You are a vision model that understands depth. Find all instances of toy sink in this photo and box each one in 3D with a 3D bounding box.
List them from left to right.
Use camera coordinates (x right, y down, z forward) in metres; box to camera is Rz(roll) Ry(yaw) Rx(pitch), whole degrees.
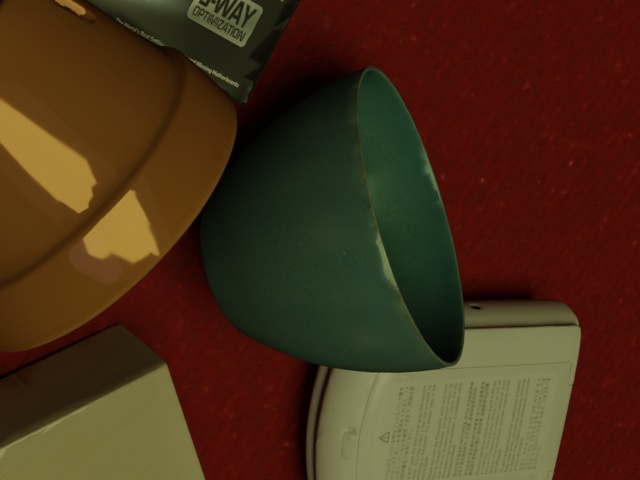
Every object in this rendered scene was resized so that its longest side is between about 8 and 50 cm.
[{"bbox_3d":[-0.253,0.207,1.222,0.234,0.131,0.152,-27,119,-23],"label":"toy sink"}]

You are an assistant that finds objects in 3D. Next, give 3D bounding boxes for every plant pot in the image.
[{"bbox_3d":[-0.243,-0.084,1.026,0.291,0.291,0.203,-47,120,-5],"label":"plant pot"},{"bbox_3d":[0.000,0.000,1.224,0.195,0.290,0.290,-15,121,17],"label":"plant pot"}]

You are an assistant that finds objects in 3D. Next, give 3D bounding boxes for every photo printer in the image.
[{"bbox_3d":[0.129,0.191,1.434,0.308,0.107,0.256,-1,108,-27],"label":"photo printer"}]

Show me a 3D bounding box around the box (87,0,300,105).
[{"bbox_3d":[-0.145,-0.294,1.125,0.307,0.076,0.242,26,95,-32],"label":"box"}]
